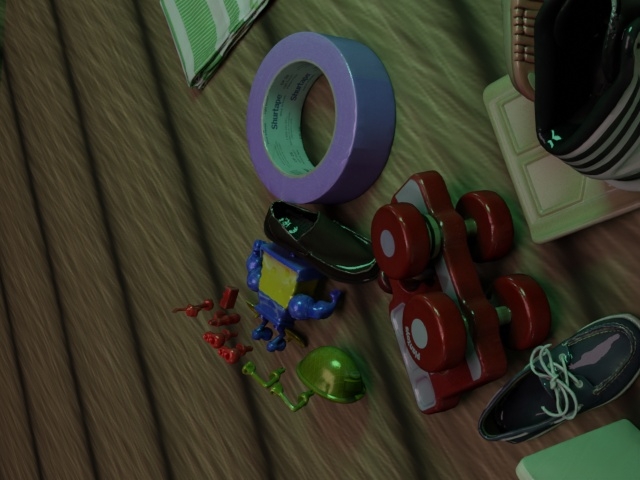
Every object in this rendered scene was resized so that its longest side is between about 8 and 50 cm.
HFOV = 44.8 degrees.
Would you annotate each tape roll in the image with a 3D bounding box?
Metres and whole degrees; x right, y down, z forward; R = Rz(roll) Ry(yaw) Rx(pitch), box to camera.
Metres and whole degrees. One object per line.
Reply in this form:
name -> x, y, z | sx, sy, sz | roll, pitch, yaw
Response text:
tape roll -> -0.006, -0.196, 1.272 | 0.275, 0.090, 0.274 | 4, 95, 49

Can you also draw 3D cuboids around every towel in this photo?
towel -> -0.204, -0.485, 1.515 | 0.325, 0.038, 0.247 | -40, 63, 42

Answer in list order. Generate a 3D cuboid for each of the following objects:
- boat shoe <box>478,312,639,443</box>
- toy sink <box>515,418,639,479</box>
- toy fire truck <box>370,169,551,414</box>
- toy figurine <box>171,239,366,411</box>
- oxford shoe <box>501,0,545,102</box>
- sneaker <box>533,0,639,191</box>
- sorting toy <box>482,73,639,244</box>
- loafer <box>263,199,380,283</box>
boat shoe -> 0.294, 0.177, 0.965 | 0.254, 0.079, 0.095 | -45, 60, 40
toy sink -> 0.302, 0.314, 0.849 | 0.153, 0.234, 0.131 | 46, 124, 35
toy fire truck -> 0.153, 0.073, 1.073 | 0.254, 0.169, 0.302 | -51, 53, 59
toy figurine -> -0.063, 0.094, 1.290 | 0.363, 0.191, 0.217 | 31, 110, 42
oxford shoe -> 0.274, -0.353, 0.932 | 0.146, 0.141, 0.396 | -176, 95, -72
sneaker -> 0.365, -0.235, 0.701 | 0.169, 0.258, 0.447 | 48, 119, 31
sorting toy -> 0.354, -0.148, 0.915 | 0.307, 0.041, 0.229 | -25, 73, 40
loafer -> 0.000, 0.000, 1.227 | 0.220, 0.078, 0.080 | 22, 67, 18
